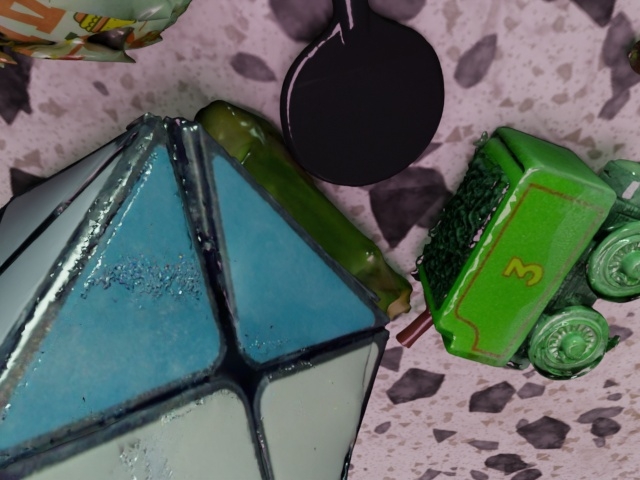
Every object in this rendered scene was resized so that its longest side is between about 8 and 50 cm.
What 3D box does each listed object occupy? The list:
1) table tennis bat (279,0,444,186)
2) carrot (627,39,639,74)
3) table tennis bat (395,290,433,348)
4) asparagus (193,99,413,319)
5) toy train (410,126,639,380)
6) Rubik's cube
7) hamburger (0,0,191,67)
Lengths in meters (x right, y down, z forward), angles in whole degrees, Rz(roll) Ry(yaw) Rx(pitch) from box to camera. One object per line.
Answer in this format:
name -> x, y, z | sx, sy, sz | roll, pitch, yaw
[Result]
table tennis bat -> 0.032, -0.147, 0.508 | 0.150, 0.027, 0.236 | -16, 126, -6
carrot -> 0.341, -0.149, 0.518 | 0.165, 0.036, 0.036 | 6, 130, -9
table tennis bat -> 0.147, 0.069, 0.695 | 0.098, 0.019, 0.155 | 35, 108, -30
asparagus -> 0.001, -0.001, 0.613 | 0.082, 0.085, 0.343 | -43, 119, 2
toy train -> 0.208, 0.021, 0.592 | 0.188, 0.132, 0.243 | 16, 119, -11
Rubik's cube -> -0.162, 0.122, 0.512 | 0.310, 0.307, 0.305 | -11, 134, 40
hamburger -> -0.156, -0.208, 0.385 | 0.235, 0.125, 0.214 | -14, 158, 12
